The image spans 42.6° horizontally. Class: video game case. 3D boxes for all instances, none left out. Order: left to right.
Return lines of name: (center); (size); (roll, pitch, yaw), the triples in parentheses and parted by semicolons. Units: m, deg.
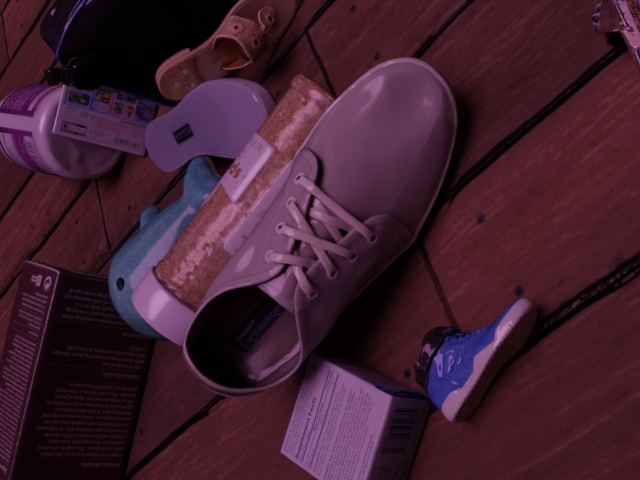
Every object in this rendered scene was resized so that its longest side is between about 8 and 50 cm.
video game case: (-0.362, -0.232, 1.402); (0.019, 0.157, 0.143); (-171, 94, -69)

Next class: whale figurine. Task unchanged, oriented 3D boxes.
whale figurine: (-0.207, 0.017, 1.152); (0.216, 0.141, 0.272); (46, 123, 33)

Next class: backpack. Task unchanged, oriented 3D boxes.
backpack: (-0.253, -0.331, 1.232); (0.276, 0.263, 0.213); (-51, 41, 17)

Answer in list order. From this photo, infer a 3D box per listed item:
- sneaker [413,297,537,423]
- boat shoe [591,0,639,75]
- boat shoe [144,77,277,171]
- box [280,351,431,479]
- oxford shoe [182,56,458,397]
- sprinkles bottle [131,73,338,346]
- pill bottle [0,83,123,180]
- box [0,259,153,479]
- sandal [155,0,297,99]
sneaker: (0.149, 0.103, 0.833); (0.084, 0.058, 0.152); (45, 119, 34)
boat shoe: (0.288, -0.211, 0.761); (0.066, 0.066, 0.183); (-40, 53, 35)
boat shoe: (-0.138, -0.167, 1.179); (0.306, 0.105, 0.113); (-18, 99, 53)
box: (0.037, 0.208, 0.915); (0.137, 0.072, 0.126); (21, 95, 47)
oxford shoe: (0.000, 0.000, 0.902); (0.169, 0.130, 0.449); (37, 97, 3)
sprinkles bottle: (-0.086, -0.032, 1.023); (0.355, 0.121, 0.121); (-52, 46, 6)
pill bottle: (-0.502, -0.207, 1.533); (0.302, 0.169, 0.169); (13, 90, 48)
box: (-0.393, 0.236, 1.284); (0.143, 0.191, 0.381); (8, 85, 48)
sandal: (-0.118, -0.264, 1.151); (0.240, 0.088, 0.079); (-34, 43, 2)
